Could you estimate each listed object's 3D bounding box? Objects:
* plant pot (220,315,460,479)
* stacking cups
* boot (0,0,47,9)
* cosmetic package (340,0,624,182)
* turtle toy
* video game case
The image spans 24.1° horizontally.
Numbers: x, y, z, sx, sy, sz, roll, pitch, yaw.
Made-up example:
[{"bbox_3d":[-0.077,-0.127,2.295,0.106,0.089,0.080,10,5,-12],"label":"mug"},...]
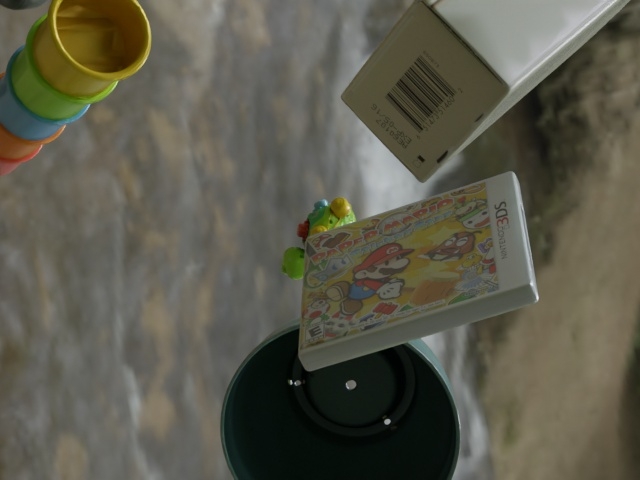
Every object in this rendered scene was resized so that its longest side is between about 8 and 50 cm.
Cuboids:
[{"bbox_3d":[0.033,0.207,1.897,0.196,0.293,0.293,-68,143,-73],"label":"plant pot"},{"bbox_3d":[-0.261,-0.144,1.401,0.096,0.316,0.096,8,73,-28],"label":"stacking cups"},{"bbox_3d":[-0.387,-0.226,1.470,0.118,0.222,0.338,17,14,-43],"label":"boot"},{"bbox_3d":[0.175,-0.199,1.338,0.113,0.160,0.309,46,51,3],"label":"cosmetic package"},{"bbox_3d":[0.000,0.000,1.979,0.130,0.066,0.095,-53,143,-20],"label":"turtle toy"},{"bbox_3d":[0.089,0.025,1.438,0.206,0.227,0.026,-87,156,-57],"label":"video game case"}]
